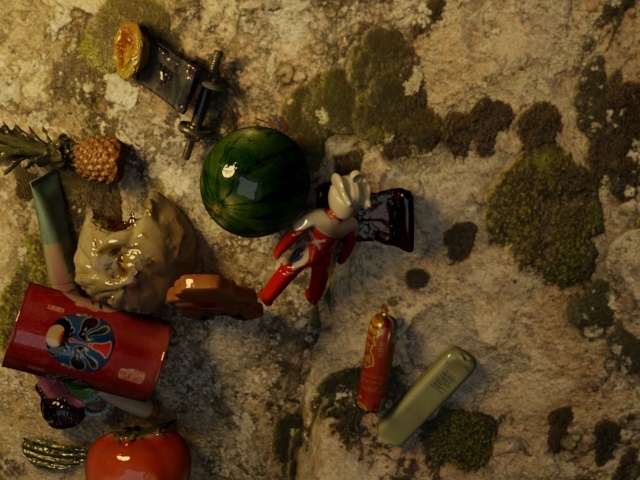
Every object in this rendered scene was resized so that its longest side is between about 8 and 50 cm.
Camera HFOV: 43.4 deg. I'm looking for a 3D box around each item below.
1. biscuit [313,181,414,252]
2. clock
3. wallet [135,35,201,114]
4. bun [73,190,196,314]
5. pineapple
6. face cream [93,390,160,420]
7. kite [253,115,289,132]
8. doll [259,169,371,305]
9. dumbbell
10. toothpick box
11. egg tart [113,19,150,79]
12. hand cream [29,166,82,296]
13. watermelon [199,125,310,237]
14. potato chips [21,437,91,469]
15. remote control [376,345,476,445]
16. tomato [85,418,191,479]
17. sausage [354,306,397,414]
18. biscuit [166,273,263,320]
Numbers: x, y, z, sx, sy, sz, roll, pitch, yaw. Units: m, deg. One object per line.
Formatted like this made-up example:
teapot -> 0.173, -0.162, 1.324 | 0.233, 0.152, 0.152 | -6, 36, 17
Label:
biscuit -> 0.096, -0.053, 1.809 | 0.235, 0.063, 0.151 | 3, 108, 7
clock -> -0.619, 0.373, 2.009 | 0.194, 0.100, 0.195 | -4, 109, 6
wallet -> -0.329, -0.357, 1.732 | 0.166, 0.030, 0.111 | 38, 119, 26
bun -> -0.423, 0.045, 1.822 | 0.281, 0.205, 0.281 | 2, 111, 5
pineapple -> -0.580, -0.188, 1.791 | 0.277, 0.119, 0.130 | 10, 84, -3
face cream -> -0.477, 0.393, 1.983 | 0.182, 0.072, 0.051 | 38, 87, -38
kite -> -0.106, -0.264, 1.792 | 0.078, 0.002, 0.044 | 39, 108, -8
doll -> 0.000, 0.000, 1.756 | 0.188, 0.099, 0.384 | 4, 134, -35
dumbbell -> -0.260, -0.294, 1.757 | 0.081, 0.081, 0.254 | 21, 109, -1
toothpick box -> -0.536, 0.237, 1.858 | 0.333, 0.204, 0.204 | 18, 110, -17
egg tart -> -0.406, -0.410, 1.732 | 0.052, 0.130, 0.130 | 1, 116, -40
hand cream -> -0.616, -0.008, 1.886 | 0.070, 0.111, 0.312 | 5, 115, 15
watermelon -> -0.138, -0.124, 1.715 | 0.242, 0.242, 0.242 | 2, 109, 5
potato chips -> -0.690, 0.565, 2.118 | 0.207, 0.028, 0.092 | 5, 110, 6
remote control -> 0.255, 0.384, 1.953 | 0.090, 0.038, 0.309 | 36, 109, -8
tomato -> -0.446, 0.562, 1.977 | 0.256, 0.256, 0.224 | -5, 92, 8
sausage -> 0.138, 0.280, 1.914 | 0.083, 0.083, 0.264 | 9, 107, 3
biscuit -> -0.238, 0.138, 1.790 | 0.202, 0.334, 0.047 | 0, 72, 2
